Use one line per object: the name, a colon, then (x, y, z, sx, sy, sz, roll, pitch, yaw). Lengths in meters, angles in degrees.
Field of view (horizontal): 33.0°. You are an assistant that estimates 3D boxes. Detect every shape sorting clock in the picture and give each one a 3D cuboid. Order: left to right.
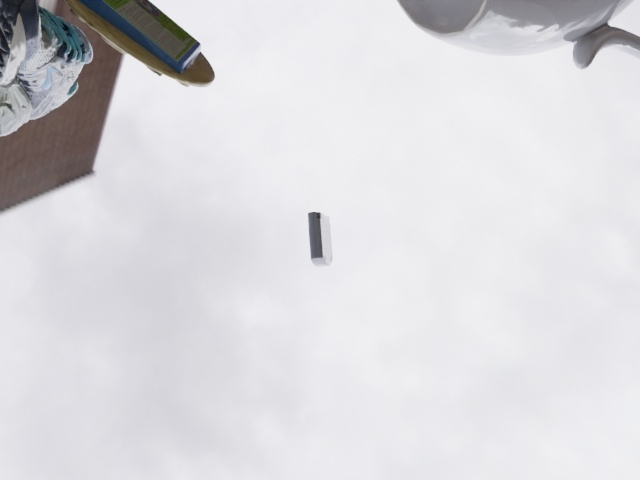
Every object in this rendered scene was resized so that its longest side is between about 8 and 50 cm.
shape sorting clock: (-0.206, -0.236, 1.204, 0.206, 0.040, 0.206, 38, -162, -14)

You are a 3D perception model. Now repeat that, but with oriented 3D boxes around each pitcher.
pitcher: (0.147, -0.150, 0.579, 0.207, 0.125, 0.178, -23, -92, -30)

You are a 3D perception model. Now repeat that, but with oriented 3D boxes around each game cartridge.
game cartridge: (0.000, 0.000, 1.124, 0.017, 0.083, 0.056, -8, -94, 8)

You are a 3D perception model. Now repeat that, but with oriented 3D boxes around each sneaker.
sneaker: (-0.309, -0.215, 1.153, 0.122, 0.283, 0.110, -24, -97, -20)
